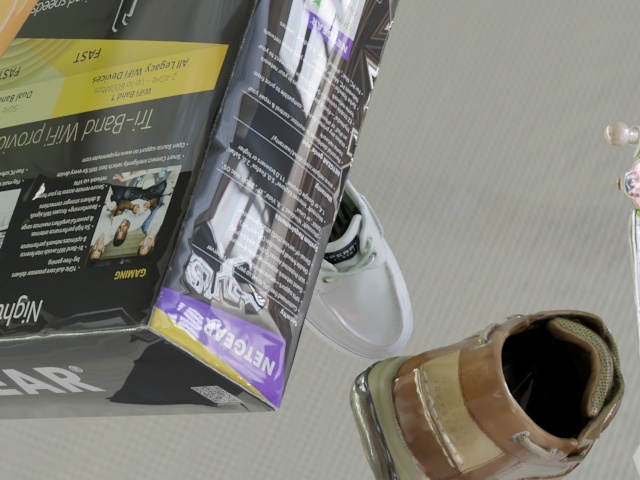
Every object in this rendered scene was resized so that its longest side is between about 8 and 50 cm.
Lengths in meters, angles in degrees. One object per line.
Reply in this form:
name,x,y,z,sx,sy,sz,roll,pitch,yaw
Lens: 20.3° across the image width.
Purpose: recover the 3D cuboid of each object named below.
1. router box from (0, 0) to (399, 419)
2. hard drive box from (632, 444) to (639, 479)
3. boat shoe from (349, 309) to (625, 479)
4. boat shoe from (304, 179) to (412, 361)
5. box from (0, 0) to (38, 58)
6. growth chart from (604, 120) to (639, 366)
router box,-0.120,-0.043,0.817,0.309,0.081,0.243,-6,-122,42
hard drive box,0.344,0.213,1.401,0.089,0.181,0.232,-1,-129,-17
boat shoe,0.144,0.103,1.179,0.120,0.324,0.122,-28,-98,27
boat shoe,0.000,0.000,1.250,0.083,0.226,0.076,-39,-159,-9
box,-0.104,-0.190,0.408,0.168,0.215,0.345,28,-110,3
growth chart,0.254,0.038,1.155,0.172,0.021,0.237,-6,-92,-40
